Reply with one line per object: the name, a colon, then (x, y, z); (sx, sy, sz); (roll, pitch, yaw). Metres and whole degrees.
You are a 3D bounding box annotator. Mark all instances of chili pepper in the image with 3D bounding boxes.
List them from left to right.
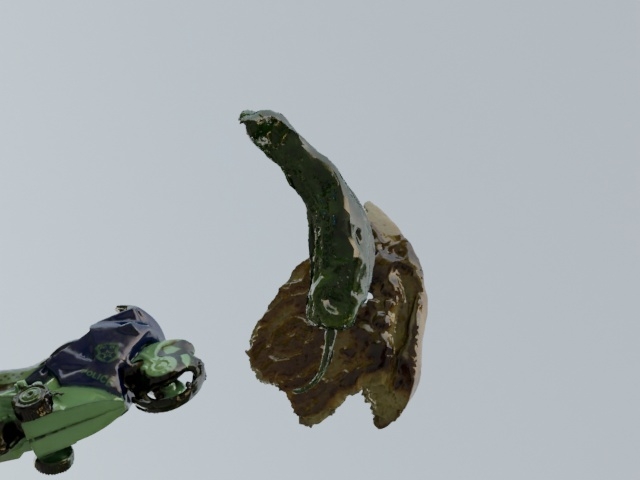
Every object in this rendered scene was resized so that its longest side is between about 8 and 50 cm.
chili pepper: (0.001, 0.000, 1.573); (0.065, 0.122, 0.278); (-29, -106, 65)

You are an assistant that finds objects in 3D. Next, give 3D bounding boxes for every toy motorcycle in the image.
toy motorcycle: (-0.302, 0.175, 1.961); (0.331, 0.196, 0.125); (-16, -59, 1)

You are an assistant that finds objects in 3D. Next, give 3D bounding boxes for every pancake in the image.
pancake: (0.045, 0.091, 1.760); (0.212, 0.257, 0.056); (30, -11, 35)
